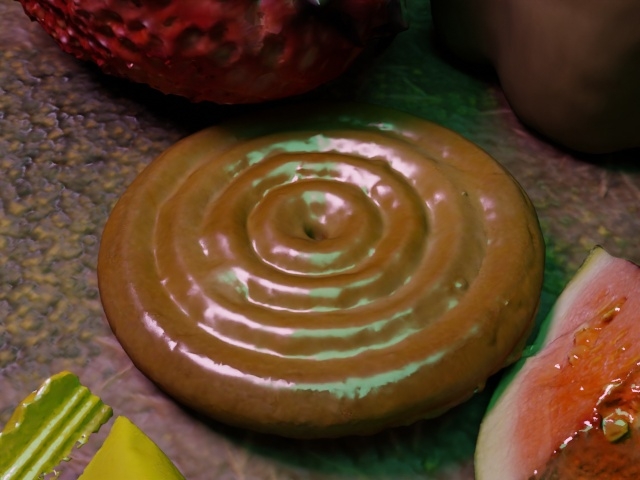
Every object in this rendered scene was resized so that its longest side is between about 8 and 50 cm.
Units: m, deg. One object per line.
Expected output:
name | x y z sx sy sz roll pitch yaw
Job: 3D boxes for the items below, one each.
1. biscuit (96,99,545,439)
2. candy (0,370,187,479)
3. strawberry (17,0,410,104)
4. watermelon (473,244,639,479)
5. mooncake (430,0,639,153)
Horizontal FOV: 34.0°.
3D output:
biscuit | 0.000 0.000 0.601 0.262 0.037 0.262 -1 45 1
candy | -0.042 0.191 0.431 0.297 0.081 0.187 30 54 6
strawberry | -0.082 -0.207 0.666 0.288 0.250 0.238 -11 24 34
watermelon | 0.154 0.098 0.518 0.145 0.137 0.193 -47 53 2
mooncake | 0.260 -0.215 0.726 0.378 0.200 0.378 5 51 -6
